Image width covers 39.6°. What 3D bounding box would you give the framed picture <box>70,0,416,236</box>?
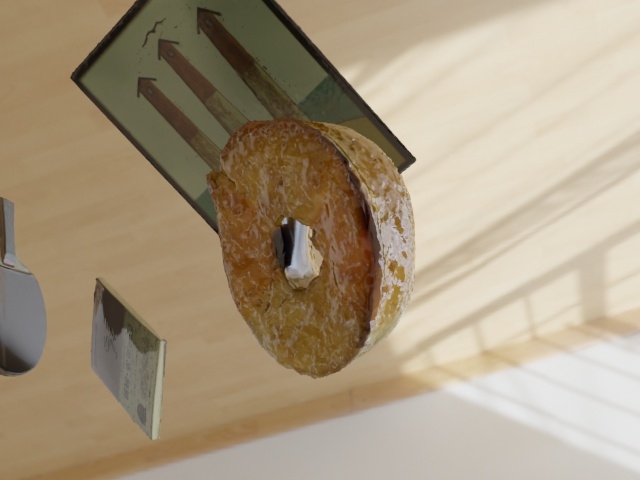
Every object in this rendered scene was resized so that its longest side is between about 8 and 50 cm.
[{"bbox_3d":[-0.090,-0.134,0.966,0.244,0.013,0.324,-39,100,28],"label":"framed picture"}]

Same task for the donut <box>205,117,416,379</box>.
[{"bbox_3d":[0.000,0.000,0.647,0.075,0.190,0.174,-18,-174,-43],"label":"donut"}]

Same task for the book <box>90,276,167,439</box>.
[{"bbox_3d":[-0.224,0.132,1.020,0.014,0.182,0.127,-7,115,-35],"label":"book"}]

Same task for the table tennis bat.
[{"bbox_3d":[-0.373,0.053,1.057,0.019,0.220,0.130,-15,160,18],"label":"table tennis bat"}]
